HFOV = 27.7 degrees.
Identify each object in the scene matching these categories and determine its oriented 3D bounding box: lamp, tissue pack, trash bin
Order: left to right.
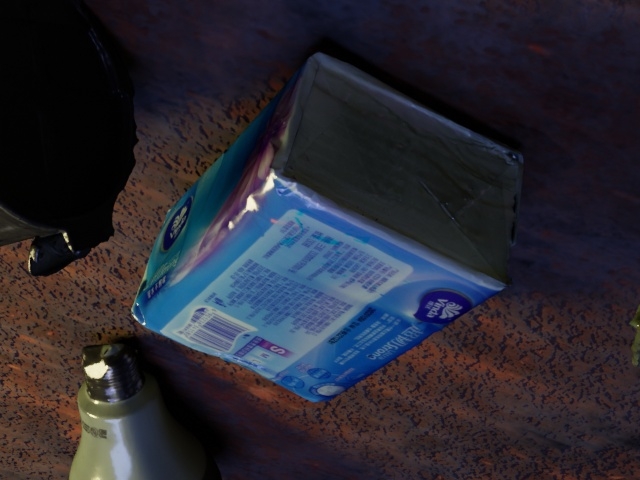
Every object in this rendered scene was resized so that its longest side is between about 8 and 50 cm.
[{"bbox_3d":[-0.315,-0.079,0.979,0.301,0.203,0.252,-10,105,32],"label":"trash bin"},{"bbox_3d":[-0.224,0.241,1.457,0.182,0.182,0.314,-7,120,29],"label":"lamp"},{"bbox_3d":[0.000,0.000,1.016,0.198,0.146,0.263,26,144,-18],"label":"tissue pack"}]

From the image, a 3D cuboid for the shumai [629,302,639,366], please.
[{"bbox_3d":[0.370,0.052,0.811,0.348,0.395,0.395,38,145,4],"label":"shumai"}]
